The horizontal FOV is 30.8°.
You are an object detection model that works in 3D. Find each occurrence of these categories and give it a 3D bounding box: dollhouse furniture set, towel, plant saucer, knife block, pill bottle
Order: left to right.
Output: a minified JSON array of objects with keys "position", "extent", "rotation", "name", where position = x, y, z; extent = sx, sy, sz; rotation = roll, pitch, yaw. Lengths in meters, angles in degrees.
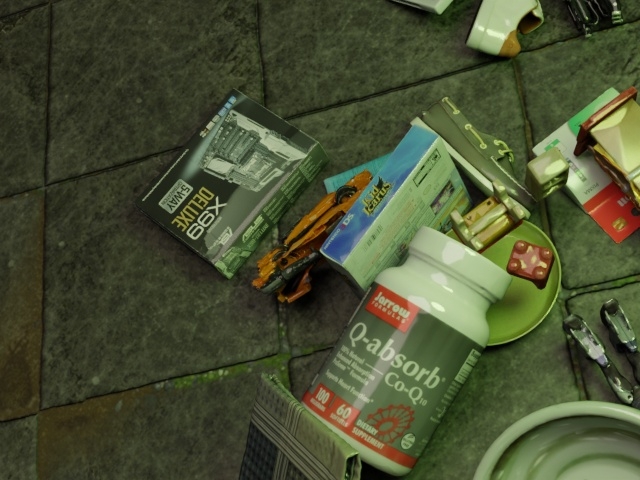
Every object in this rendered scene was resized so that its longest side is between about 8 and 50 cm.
[{"position":[-0.039,0.400,1.786],"extent":[0.324,0.056,0.312],"rotation":[33,114,58],"name":"towel"},{"position":[0.139,0.172,1.852],"extent":[0.210,0.210,0.363],"rotation":[30,88,31],"name":"pill bottle"},{"position":[0.291,0.071,1.975],"extent":[0.241,0.037,0.241],"rotation":[-9,63,18],"name":"plant saucer"},{"position":[0.455,-0.510,2.091],"extent":[0.088,0.275,0.242],"rotation":[-25,29,8],"name":"knife block"},{"position":[0.419,-0.055,1.886],"extent":[0.374,0.152,0.201],"rotation":[-36,75,0],"name":"dollhouse furniture set"},{"position":[0.409,0.421,1.663],"extent":[0.400,0.100,0.400],"rotation":[3,95,30],"name":"plant saucer"}]

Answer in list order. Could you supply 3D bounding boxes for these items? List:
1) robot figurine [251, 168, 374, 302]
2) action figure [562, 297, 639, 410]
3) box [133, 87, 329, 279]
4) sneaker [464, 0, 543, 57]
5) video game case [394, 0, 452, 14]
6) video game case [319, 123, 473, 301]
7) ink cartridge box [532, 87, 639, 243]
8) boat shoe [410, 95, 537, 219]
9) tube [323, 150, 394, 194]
[{"position":[0.000,0.000,2.060],"extent":[0.291,0.085,0.211],"rotation":[-42,14,6],"name":"robot figurine"},{"position":[0.487,0.230,1.784],"extent":[0.185,0.099,0.285],"rotation":[-27,62,-4],"name":"action figure"},{"position":[-0.171,-0.112,2.228],"extent":[0.242,0.076,0.307],"rotation":[36,81,31],"name":"box"},{"position":[0.371,-0.462,2.194],"extent":[0.123,0.106,0.290],"rotation":[21,69,2],"name":"sneaker"},{"position":[0.240,-0.549,2.278],"extent":[0.227,0.026,0.206],"rotation":[-49,38,-7],"name":"video game case"},{"position":[0.135,-0.025,1.963],"extent":[0.061,0.244,0.269],"rotation":[32,79,32],"name":"video game case"},{"position":[0.501,-0.131,1.986],"extent":[0.181,0.056,0.224],"rotation":[-38,56,1],"name":"ink cartridge box"},{"position":[0.282,-0.152,2.049],"extent":[0.091,0.109,0.305],"rotation":[-45,54,1],"name":"boat shoe"},{"position":[0.104,-0.121,2.143],"extent":[0.207,0.052,0.080],"rotation":[-24,53,15],"name":"tube"}]
